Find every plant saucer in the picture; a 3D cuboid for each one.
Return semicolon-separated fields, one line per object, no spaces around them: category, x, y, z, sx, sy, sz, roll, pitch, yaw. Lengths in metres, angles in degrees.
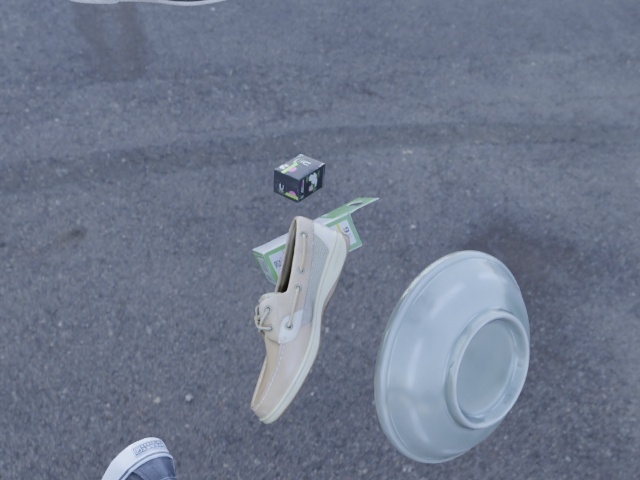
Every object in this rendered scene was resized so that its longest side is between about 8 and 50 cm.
plant saucer;0.272;0.221;1.299;0.400;0.400;0.100;-23;24;-34

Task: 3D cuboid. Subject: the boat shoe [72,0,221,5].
boat shoe;-0.287;-0.479;1.284;0.335;0.095;0.112;-8;40;-17

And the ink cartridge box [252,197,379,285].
ink cartridge box;0.000;0.000;1.188;0.209;0.109;0.062;-26;98;-12

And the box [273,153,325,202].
box;-0.040;-0.117;1.354;0.062;0.052;0.083;25;39;27

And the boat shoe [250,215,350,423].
boat shoe;-0.050;0.110;1.051;0.098;0.109;0.302;25;73;-15

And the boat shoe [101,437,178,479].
boat shoe;-0.251;0.393;0.964;0.108;0.301;0.102;-5;44;-44
